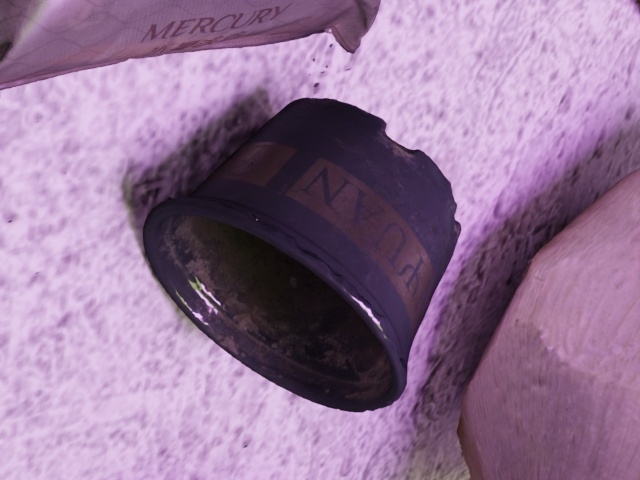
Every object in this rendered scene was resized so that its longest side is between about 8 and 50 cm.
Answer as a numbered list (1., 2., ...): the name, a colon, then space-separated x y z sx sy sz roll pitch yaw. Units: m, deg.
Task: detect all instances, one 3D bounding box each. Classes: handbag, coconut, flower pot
1. handbag: -0.063 -0.147 0.607 0.270 0.117 0.182 -16 121 -42
2. coconut: 0.266 0.127 1.038 0.360 0.346 0.346 -38 142 -27
3. flower pot: 0.000 0.000 0.782 0.107 0.157 0.157 -55 148 -25

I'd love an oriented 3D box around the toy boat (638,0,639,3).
1. toy boat: 0.235 -0.195 0.972 0.088 0.068 0.226 -60 143 -3
